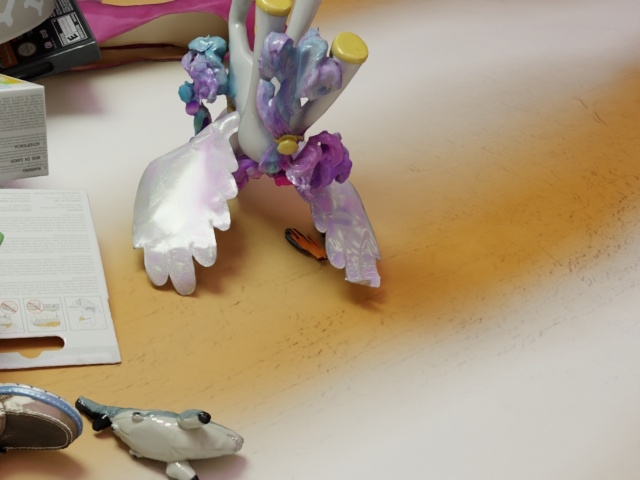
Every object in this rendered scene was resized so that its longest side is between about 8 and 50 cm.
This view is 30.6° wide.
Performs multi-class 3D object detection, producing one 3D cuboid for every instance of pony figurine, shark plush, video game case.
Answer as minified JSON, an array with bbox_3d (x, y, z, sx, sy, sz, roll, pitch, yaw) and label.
[{"bbox_3d":[-0.060,-0.131,1.381,0.303,0.363,0.351,5,48,-20],"label":"pony figurine"},{"bbox_3d":[-0.157,0.184,1.110,0.161,0.073,0.067,2,9,15],"label":"shark plush"},{"bbox_3d":[-0.449,-0.282,1.586,0.248,0.035,0.275,-21,43,-11],"label":"video game case"}]

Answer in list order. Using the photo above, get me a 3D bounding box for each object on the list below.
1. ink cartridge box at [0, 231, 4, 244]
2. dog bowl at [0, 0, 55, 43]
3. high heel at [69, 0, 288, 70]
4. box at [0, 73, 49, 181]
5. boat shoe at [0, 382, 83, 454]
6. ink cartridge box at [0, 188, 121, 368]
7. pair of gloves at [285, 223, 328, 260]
[{"bbox_3d":[-0.395,0.064,1.042,0.092,0.160,0.219,48,23,-22],"label":"ink cartridge box"},{"bbox_3d":[-0.493,-0.303,1.459,0.349,0.102,0.349,-9,27,5],"label":"dog bowl"},{"bbox_3d":[-0.222,-0.285,1.730,0.377,0.127,0.181,4,49,-13],"label":"high heel"},{"bbox_3d":[-0.408,-0.135,1.345,0.114,0.103,0.203,-12,20,-37],"label":"box"},{"bbox_3d":[-0.305,0.168,1.038,0.183,0.066,0.066,6,37,2],"label":"boat shoe"},{"bbox_3d":[-0.325,0.046,1.236,0.189,0.066,0.232,-1,57,-26],"label":"ink cartridge box"},{"bbox_3d":[0.000,0.000,1.468,0.083,0.010,0.074,-14,41,-41],"label":"pair of gloves"}]
